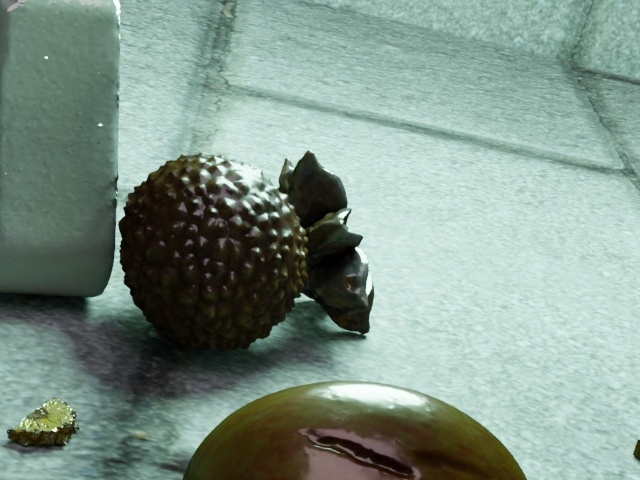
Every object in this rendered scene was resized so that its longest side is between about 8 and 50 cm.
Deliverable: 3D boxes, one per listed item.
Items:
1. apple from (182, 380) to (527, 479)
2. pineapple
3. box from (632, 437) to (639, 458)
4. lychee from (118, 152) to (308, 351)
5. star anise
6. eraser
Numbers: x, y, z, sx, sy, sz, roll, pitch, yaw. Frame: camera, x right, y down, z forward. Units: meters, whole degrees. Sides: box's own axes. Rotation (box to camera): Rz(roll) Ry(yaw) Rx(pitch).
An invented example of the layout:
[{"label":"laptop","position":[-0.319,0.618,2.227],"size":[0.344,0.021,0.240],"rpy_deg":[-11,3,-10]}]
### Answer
[{"label":"apple","position":[0.027,0.223,1.275],"size":[0.264,0.264,0.264],"rpy_deg":[13,19,-4]},{"label":"pineapple","position":[-0.235,0.162,1.643],"size":[0.045,0.019,0.083],"rpy_deg":[13,19,16]},{"label":"box","position":[0.393,0.226,1.897],"size":[0.133,0.023,0.090],"rpy_deg":[26,24,31]},{"label":"lychee","position":[-0.107,0.004,1.908],"size":[0.200,0.200,0.238],"rpy_deg":[14,46,1]},{"label":"star anise","position":[0.007,0.014,2.011],"size":[0.073,0.212,0.197],"rpy_deg":[-22,49,-13]},{"label":"eraser","position":[-0.326,-0.094,2.013],"size":[0.150,0.331,0.331],"rpy_deg":[3,22,-24]}]
